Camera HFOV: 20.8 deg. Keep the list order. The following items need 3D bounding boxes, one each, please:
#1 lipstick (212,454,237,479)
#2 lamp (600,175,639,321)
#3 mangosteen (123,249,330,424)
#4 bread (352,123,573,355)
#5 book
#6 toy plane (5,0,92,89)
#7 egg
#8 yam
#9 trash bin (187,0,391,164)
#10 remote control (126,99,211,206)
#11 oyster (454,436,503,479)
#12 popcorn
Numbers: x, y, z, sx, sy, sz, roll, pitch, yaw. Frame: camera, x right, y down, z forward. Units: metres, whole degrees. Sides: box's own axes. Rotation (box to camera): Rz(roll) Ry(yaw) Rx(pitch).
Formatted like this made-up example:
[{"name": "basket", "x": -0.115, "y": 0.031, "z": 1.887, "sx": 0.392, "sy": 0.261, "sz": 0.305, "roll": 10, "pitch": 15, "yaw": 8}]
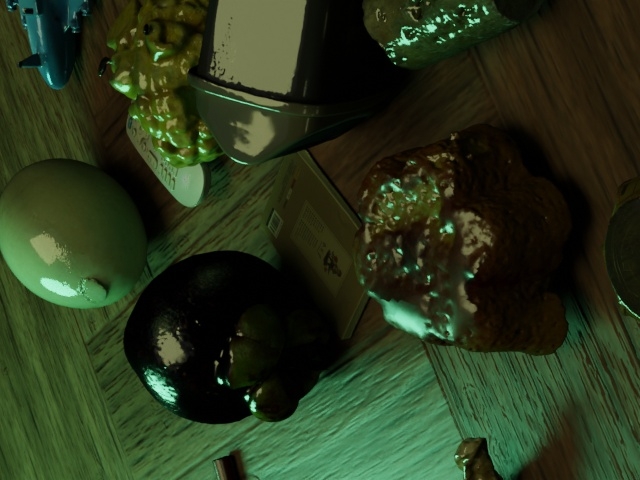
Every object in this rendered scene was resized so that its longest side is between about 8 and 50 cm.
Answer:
[{"name": "lipstick", "x": -0.106, "y": 0.369, "z": 2.275, "sx": 0.027, "sy": 0.027, "sz": 0.176, "roll": -20, "pitch": 85, "yaw": 55}, {"name": "lamp", "x": 0.331, "y": 0.002, "z": 1.419, "sx": 0.161, "sy": 0.185, "sz": 0.161, "roll": 21, "pitch": 116, "yaw": 50}, {"name": "mangosteen", "x": -0.107, "y": 0.120, "z": 2.041, "sx": 0.243, "sy": 0.243, "sz": 0.243, "roll": 20, "pitch": 116, "yaw": 50}, {"name": "bread", "x": 0.137, "y": -0.001, "z": 1.731, "sx": 0.247, "sy": 0.135, "sz": 0.232, "roll": 19, "pitch": 111, "yaw": 50}, {"name": "book", "x": 0.000, "y": 0.000, "z": 2.026, "sx": 0.198, "sy": 0.016, "sz": 0.138, "roll": 53, "pitch": 138, "yaw": 31}, {"name": "toy plane", "x": -0.379, "y": -0.341, "z": 2.390, "sx": 0.254, "sy": 0.105, "sz": 0.271, "roll": 8, "pitch": 103, "yaw": 38}, {"name": "egg", "x": -0.337, "y": -0.011, "z": 2.345, "sx": 0.253, "sy": 0.186, "sz": 0.186, "roll": 45, "pitch": 133, "yaw": 39}, {"name": "yam", "x": 0.136, "y": -0.239, "z": 1.691, "sx": 0.194, "sy": 0.107, "sz": 0.107, "roll": -17, "pitch": 86, "yaw": 54}, {"name": "trash bin", "x": -0.021, "y": -0.232, "z": 1.814, "sx": 0.182, "sy": 0.209, "sz": 0.290, "roll": 17, "pitch": 109, "yaw": 26}, {"name": "remote control", "x": -0.192, "y": -0.120, "z": 2.241, "sx": 0.229, "sy": 0.044, "sz": 0.073, "roll": 49, "pitch": 133, "yaw": 47}, {"name": "oyster", "x": 0.134, "y": 0.381, "z": 1.898, "sx": 0.204, "sy": 0.111, "sz": 0.396, "roll": 48, "pitch": 137, "yaw": 11}, {"name": "popcorn", "x": -0.161, "y": -0.193, "z": 2.014, "sx": 0.189, "sy": 0.169, "sz": 0.218, "roll": 17, "pitch": 102, "yaw": 60}]
